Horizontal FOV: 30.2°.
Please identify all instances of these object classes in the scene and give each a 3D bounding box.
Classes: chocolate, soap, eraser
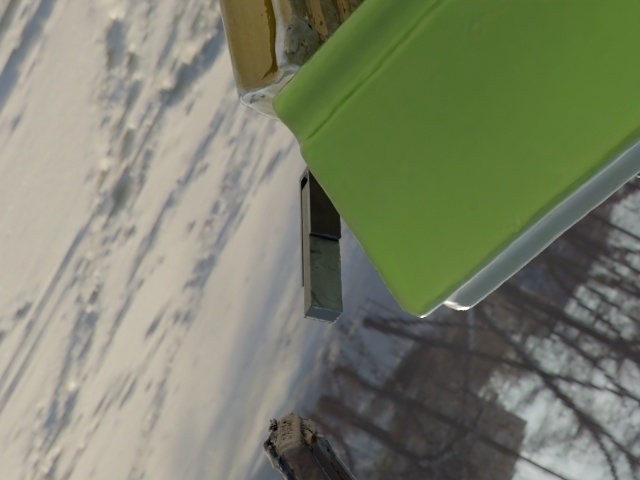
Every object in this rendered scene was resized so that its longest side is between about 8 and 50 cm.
[{"bbox_3d":[0.054,0.306,1.187,0.065,0.329,0.102,-33,-166,8],"label":"chocolate"},{"bbox_3d":[-0.019,-0.234,1.058,0.089,0.274,0.173,-27,152,31],"label":"soap"},{"bbox_3d":[0.117,-0.105,0.773,0.274,0.210,0.092,-45,157,30],"label":"eraser"}]

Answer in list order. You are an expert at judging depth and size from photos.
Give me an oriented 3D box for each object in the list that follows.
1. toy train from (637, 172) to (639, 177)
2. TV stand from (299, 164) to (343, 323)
[{"bbox_3d":[0.228,-0.064,0.819,0.092,0.029,0.045,-5,114,-75],"label":"toy train"},{"bbox_3d":[0.000,0.000,1.659,0.040,0.049,0.256,123,-27,-45],"label":"TV stand"}]
